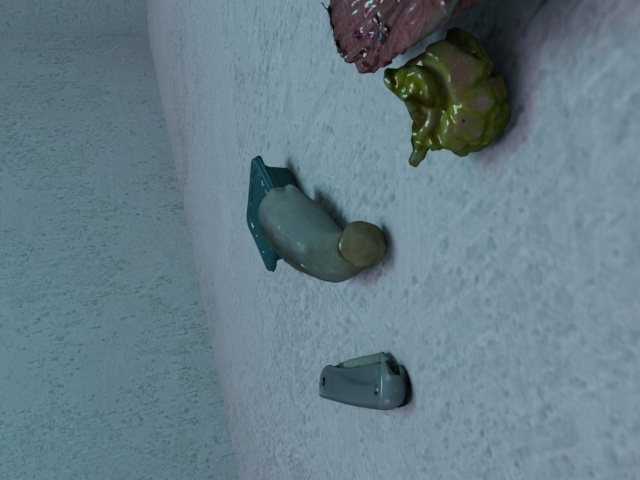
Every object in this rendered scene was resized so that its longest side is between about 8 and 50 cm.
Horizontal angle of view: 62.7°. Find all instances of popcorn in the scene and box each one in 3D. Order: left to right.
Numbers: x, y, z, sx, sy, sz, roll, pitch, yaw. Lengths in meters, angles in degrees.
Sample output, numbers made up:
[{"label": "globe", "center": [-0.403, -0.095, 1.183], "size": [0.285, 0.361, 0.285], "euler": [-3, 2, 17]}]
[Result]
[{"label": "popcorn", "center": [0.106, -0.117, 0.439], "size": [0.096, 0.089, 0.109], "euler": [56, 153, 24]}]

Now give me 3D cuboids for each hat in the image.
[{"label": "hat", "center": [0.065, -0.238, 0.436], "size": [0.236, 0.107, 0.286], "euler": [-70, 14, -10]}]

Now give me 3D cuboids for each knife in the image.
[{"label": "knife", "center": [0.053, 0.203, 0.759], "size": [0.265, 0.041, 0.073], "euler": [140, 131, -66]}]

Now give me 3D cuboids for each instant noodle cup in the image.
[{"label": "instant noodle cup", "center": [-0.081, -0.050, 0.971], "size": [0.179, 0.070, 0.157], "euler": [105, 148, -45]}]

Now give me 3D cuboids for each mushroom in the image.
[{"label": "mushroom", "center": [0.000, 0.000, 0.752], "size": [0.270, 0.103, 0.117], "euler": [29, 131, 52]}]
